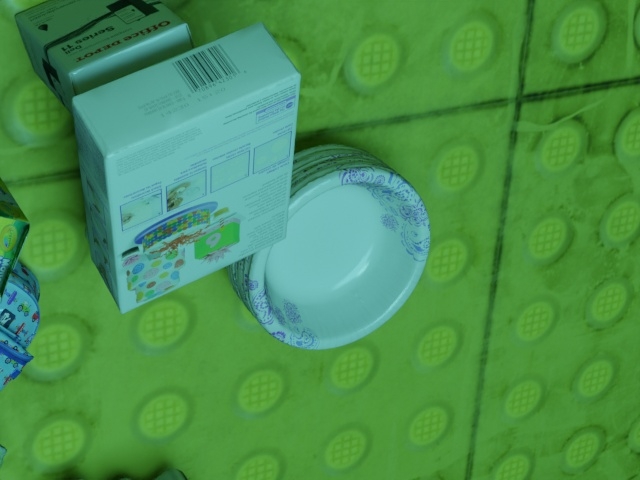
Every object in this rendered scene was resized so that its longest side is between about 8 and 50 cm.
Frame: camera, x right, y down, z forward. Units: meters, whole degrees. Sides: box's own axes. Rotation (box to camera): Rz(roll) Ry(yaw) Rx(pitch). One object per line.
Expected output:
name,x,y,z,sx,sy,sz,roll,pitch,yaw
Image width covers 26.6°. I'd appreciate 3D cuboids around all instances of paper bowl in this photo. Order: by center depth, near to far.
paper bowl,0.000,0.000,1.905,0.284,0.148,0.284,-15,124,-24

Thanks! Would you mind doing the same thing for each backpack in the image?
backpack,-0.430,0.105,1.724,0.173,0.117,0.158,-46,131,-4

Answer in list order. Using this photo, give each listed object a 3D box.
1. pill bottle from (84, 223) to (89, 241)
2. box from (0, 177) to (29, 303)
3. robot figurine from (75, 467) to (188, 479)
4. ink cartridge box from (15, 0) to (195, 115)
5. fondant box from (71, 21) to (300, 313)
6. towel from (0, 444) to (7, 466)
pill bottle,-0.228,-0.078,1.745,0.108,0.108,0.194,6,113,-34
box,-0.402,-0.008,1.633,0.043,0.179,0.105,13,109,-36
robot figurine,-0.312,0.485,1.958,0.353,0.200,0.300,-36,106,-9
ink cartridge box,-0.248,-0.223,1.584,0.153,0.208,0.087,-27,127,-17
fondant box,-0.154,-0.076,1.579,0.238,0.096,0.330,-25,151,-20
towel,-0.566,0.356,1.676,0.374,0.090,0.320,-60,151,-18
